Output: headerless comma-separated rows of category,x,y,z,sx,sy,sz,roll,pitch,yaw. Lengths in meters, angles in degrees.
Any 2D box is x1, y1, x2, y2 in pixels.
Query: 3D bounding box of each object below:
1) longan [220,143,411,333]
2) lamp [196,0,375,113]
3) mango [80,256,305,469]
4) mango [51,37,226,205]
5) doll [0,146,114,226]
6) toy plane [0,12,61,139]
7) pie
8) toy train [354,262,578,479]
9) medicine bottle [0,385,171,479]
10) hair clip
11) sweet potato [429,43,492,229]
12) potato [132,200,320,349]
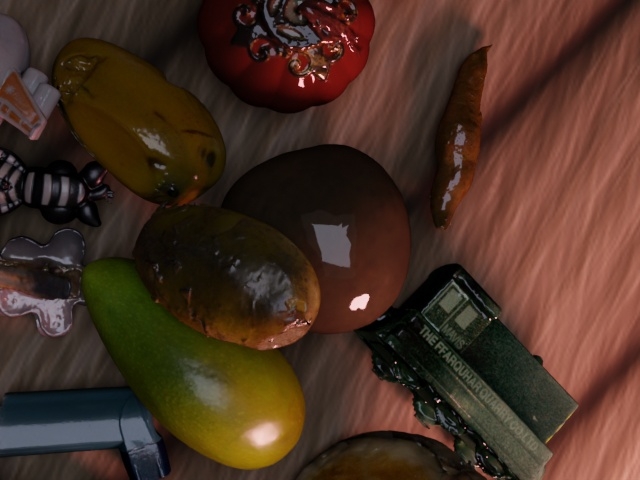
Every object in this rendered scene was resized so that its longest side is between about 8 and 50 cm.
longan,0.000,0.000,1.525,0.246,0.215,0.246,-10,64,21
lamp,-0.041,-0.274,1.525,0.227,0.227,0.227,0,90,-11
mango,-0.163,0.147,1.509,0.343,0.192,0.156,41,105,-3
mango,-0.231,-0.154,1.517,0.262,0.167,0.130,41,120,1
doll,-0.370,-0.069,1.532,0.219,0.067,0.091,8,91,-5
toy plane,-0.436,-0.173,1.465,0.244,0.117,0.245,-3,69,8
pie,0.089,0.395,1.536,0.339,0.077,0.339,-11,58,18
toy train,0.203,0.180,1.610,0.330,0.138,0.178,46,78,-8
medicine bottle,-0.319,0.247,1.533,0.258,0.079,0.124,0,90,-11
hair clip,-0.401,0.046,1.526,0.257,0.075,0.146,9,104,-4
sweet potato,0.190,-0.145,1.645,0.067,0.067,0.274,15,82,-11
potato,-0.109,0.040,1.410,0.251,0.113,0.149,28,92,25
